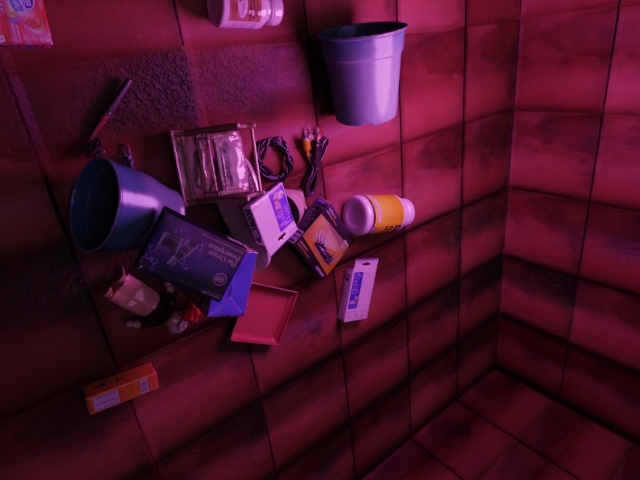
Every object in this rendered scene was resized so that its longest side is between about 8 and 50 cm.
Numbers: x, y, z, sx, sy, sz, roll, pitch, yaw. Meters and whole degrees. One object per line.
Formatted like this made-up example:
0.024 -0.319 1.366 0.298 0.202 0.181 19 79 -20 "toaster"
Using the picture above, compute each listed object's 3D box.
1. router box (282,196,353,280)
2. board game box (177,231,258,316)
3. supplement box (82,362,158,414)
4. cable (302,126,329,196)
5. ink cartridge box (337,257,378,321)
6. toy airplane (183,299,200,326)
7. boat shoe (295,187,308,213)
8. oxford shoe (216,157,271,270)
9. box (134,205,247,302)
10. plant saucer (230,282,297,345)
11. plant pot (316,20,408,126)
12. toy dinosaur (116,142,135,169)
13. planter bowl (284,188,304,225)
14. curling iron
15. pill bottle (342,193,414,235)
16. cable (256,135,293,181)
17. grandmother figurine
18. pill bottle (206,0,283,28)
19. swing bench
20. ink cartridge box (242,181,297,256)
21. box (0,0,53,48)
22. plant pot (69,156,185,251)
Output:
0.000 0.000 1.856 0.243 0.081 0.309 -51 140 -13 "router box"
-0.370 0.107 1.493 0.141 0.291 0.232 7 100 -39 "board game box"
-0.708 0.523 1.507 0.233 0.078 0.080 -12 115 -35 "supplement box"
-0.032 -0.334 1.789 0.139 0.072 0.287 -29 135 -48 "cable"
0.189 0.241 2.138 0.165 0.065 0.333 1 106 -39 "ink cartridge box"
-0.477 0.251 1.588 0.028 0.151 0.151 -14 120 7 "toy airplane"
-0.087 -0.148 1.795 0.049 0.056 0.152 -24 121 -14 "boat shoe"
-0.284 -0.105 1.610 0.169 0.130 0.449 -11 106 8 "oxford shoe"
-0.377 0.043 1.245 0.261 0.103 0.184 27 95 -26 "box"
-0.247 0.315 1.825 0.259 0.047 0.258 18 93 -42 "plant saucer"
0.172 -0.651 1.666 0.341 0.341 0.334 -29 129 -28 "plant pot"
-0.615 -0.266 1.351 0.090 0.047 0.082 12 88 -74 "toy dinosaur"
-0.129 -0.142 1.705 0.109 0.162 0.162 -51 134 -48 "planter bowl"
-0.639 -0.367 1.280 0.068 0.035 0.274 25 84 -4 "curling iron"
0.284 -0.124 2.006 0.334 0.188 0.188 -6 109 -37 "pill bottle"
-0.181 -0.310 1.664 0.150 0.047 0.184 -30 122 -28 "cable"
-0.593 0.225 1.489 0.208 0.104 0.342 -43 131 -4 "grandmother figurine"
-0.245 -0.771 1.399 0.229 0.131 0.131 -17 115 -34 "pill bottle"
-0.346 -0.256 1.429 0.165 0.254 0.253 -48 134 -71 "swing bench"
-0.180 -0.079 1.566 0.206 0.045 0.208 -48 128 -47 "ink cartridge box"
-0.767 -0.612 1.041 0.128 0.122 0.257 -17 115 -33 "box"
-0.573 -0.093 1.300 0.255 0.271 0.272 8 100 -55 "plant pot"
